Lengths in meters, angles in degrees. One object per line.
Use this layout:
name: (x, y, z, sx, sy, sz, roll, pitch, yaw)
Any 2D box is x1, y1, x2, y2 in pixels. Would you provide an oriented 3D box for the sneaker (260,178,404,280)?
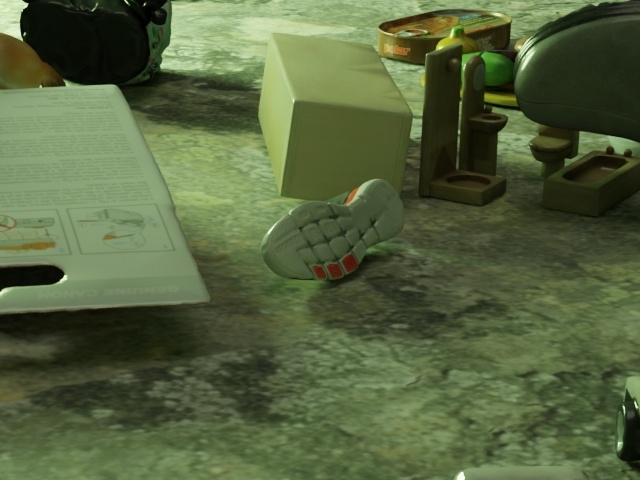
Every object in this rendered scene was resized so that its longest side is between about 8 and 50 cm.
sneaker: (0.000, 0.000, 1.383, 0.065, 0.061, 0.158, -19, 1, 40)

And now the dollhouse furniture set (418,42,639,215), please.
dollhouse furniture set: (0.185, -0.102, 1.566, 0.151, 0.123, 0.144, 11, 21, 28)

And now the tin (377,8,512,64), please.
tin: (0.144, -0.235, 2.116, 0.106, 0.040, 0.189, 11, 20, 39)

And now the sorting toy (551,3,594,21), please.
sorting toy: (0.391, -0.257, 2.152, 0.208, 0.038, 0.193, -2, 13, 25)

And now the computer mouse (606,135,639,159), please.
computer mouse: (0.323, -0.076, 1.600, 0.193, 0.042, 0.106, 8, -24, 46)

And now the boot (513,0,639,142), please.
boot: (0.300, -0.071, 1.414, 0.338, 0.118, 0.223, 2, 47, 18)

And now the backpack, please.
backpack: (-0.225, -0.221, 1.919, 0.152, 0.115, 0.182, 16, 19, 6)

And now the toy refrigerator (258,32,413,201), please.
toy refrigerator: (0.008, -0.107, 1.628, 0.102, 0.094, 0.269, 6, 18, -8)

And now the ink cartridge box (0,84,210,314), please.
ink cartridge box: (-0.265, -0.003, 1.335, 0.308, 0.091, 0.385, -3, 27, -15)

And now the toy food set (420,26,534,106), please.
toy food set: (0.208, -0.186, 1.910, 0.218, 0.071, 0.128, 12, 21, 30)

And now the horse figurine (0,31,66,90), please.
horse figurine: (-0.315, -0.128, 1.556, 0.263, 0.066, 0.174, 2, -28, -39)

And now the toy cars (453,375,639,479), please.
toy cars: (0.157, 0.124, 0.932, 0.176, 0.087, 0.393, 16, 23, 36)
